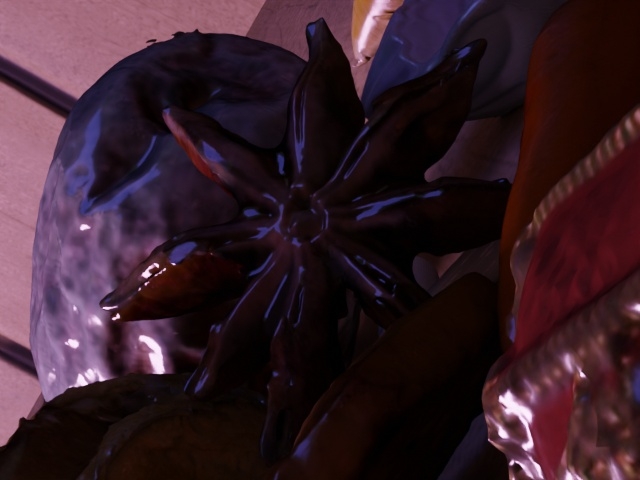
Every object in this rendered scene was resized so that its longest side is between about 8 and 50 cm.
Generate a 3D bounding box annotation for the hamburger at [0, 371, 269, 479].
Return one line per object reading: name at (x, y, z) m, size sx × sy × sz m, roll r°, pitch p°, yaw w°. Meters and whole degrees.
hamburger at (-0.117, 0.207, 1.046) m, size 0.132 × 0.211 × 0.309 m, roll -34°, pitch 28°, yaw 58°

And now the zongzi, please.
zongzi at (0.082, -0.279, 1.675) m, size 0.194 × 0.099 × 0.197 m, roll -74°, pitch 10°, yaw -49°

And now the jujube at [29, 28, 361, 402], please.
jujube at (-0.077, 0.027, 1.216) m, size 0.246 × 0.215 × 0.308 m, roll -46°, pitch -33°, yaw -47°

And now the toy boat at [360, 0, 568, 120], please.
toy boat at (0.129, -0.176, 1.167) m, size 0.290 × 0.100 × 0.199 m, roll -53°, pitch 12°, yaw 32°

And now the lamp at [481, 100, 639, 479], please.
lamp at (0.155, 0.011, 0.429) m, size 0.274 × 0.177 × 0.177 m, roll -50°, pitch 15°, yaw 53°

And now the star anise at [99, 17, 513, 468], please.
star anise at (-0.001, 0.001, 0.996) m, size 0.288 × 0.288 × 0.088 m, roll -64°, pitch -32°, yaw -13°

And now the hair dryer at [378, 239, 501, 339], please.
hair dryer at (0.096, 0.005, 1.038) m, size 0.183 × 0.044 × 0.155 m, roll -52°, pitch 16°, yaw 19°

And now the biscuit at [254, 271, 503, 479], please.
biscuit at (-0.028, 0.162, 0.791) m, size 0.359 × 0.046 × 0.359 m, roll -50°, pitch -11°, yaw -14°

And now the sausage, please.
sausage at (0.134, -0.030, 0.810) m, size 0.083 × 0.089 × 0.300 m, roll -42°, pitch 20°, yaw 34°
